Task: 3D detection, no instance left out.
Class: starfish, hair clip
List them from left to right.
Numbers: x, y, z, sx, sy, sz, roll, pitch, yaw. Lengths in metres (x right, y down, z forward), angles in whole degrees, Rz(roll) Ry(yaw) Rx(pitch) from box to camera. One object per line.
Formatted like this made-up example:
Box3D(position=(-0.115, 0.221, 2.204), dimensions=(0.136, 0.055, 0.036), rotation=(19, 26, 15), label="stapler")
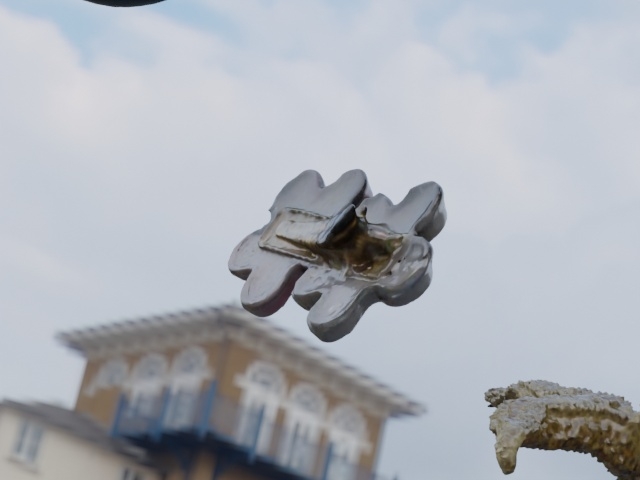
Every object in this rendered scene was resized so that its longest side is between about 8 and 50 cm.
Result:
Box3D(position=(0.006, 0.004, 1.386), dimensions=(0.075, 0.146, 0.257), rotation=(36, -11, -20), label="hair clip")
Box3D(position=(0.268, 0.139, 1.320), dimensions=(0.293, 0.084, 0.301), rotation=(-2, -5, 4), label="starfish")

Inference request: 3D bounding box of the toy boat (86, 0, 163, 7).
Box3D(position=(-0.142, -0.202, 0.936), dimensions=(0.134, 0.092, 0.299), rotation=(-17, -35, 15), label="toy boat")
